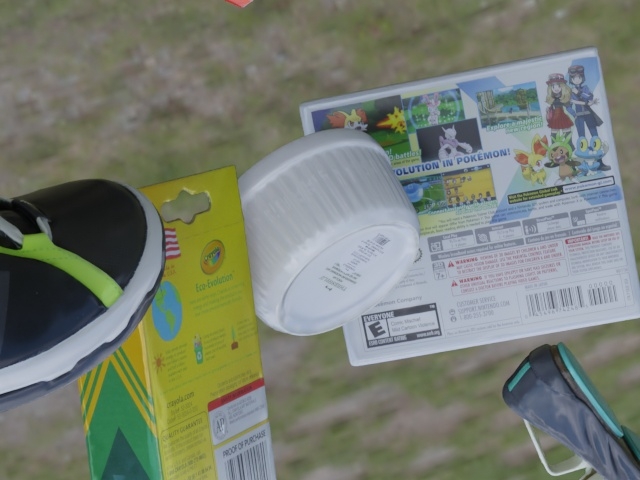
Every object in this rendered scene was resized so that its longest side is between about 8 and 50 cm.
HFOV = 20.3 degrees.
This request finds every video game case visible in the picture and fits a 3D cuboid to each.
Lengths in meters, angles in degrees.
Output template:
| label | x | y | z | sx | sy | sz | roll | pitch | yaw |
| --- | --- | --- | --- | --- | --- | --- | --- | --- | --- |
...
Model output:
| label | x | y | z | sx | sy | sz | roll | pitch | yaw |
| --- | --- | --- | --- | --- | --- | --- | --- | --- | --- |
| video game case | 0.165 | -0.035 | 1.956 | 0.329 | 0.300 | 0.036 | -10 | -173 | 8 |

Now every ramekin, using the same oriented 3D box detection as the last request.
| label | x | y | z | sx | sy | sz | roll | pitch | yaw |
| --- | --- | --- | --- | --- | --- | --- | --- | --- | --- |
| ramekin | 0.000 | 0.000 | 1.757 | 0.207 | 0.109 | 0.207 | -25 | 149 | -17 |

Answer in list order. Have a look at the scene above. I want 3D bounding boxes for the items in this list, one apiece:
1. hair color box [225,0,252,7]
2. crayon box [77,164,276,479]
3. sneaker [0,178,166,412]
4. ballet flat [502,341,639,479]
| label | x | y | z | sx | sy | sz | roll | pitch | yaw |
| --- | --- | --- | --- | --- | --- | --- | --- | --- | --- |
| hair color box | -0.020 | -0.208 | 1.092 | 0.043 | 0.072 | 0.141 | 18 | 144 | -40 |
| crayon box | -0.132 | 0.102 | 1.604 | 0.081 | 0.318 | 0.202 | -3 | -173 | 27 |
| sneaker | -0.151 | 0.015 | 0.630 | 0.234 | 0.084 | 0.097 | -29 | 128 | -36 |
| ballet flat | 0.199 | 0.154 | 1.280 | 0.074 | 0.074 | 0.203 | -30 | 119 | 27 |
